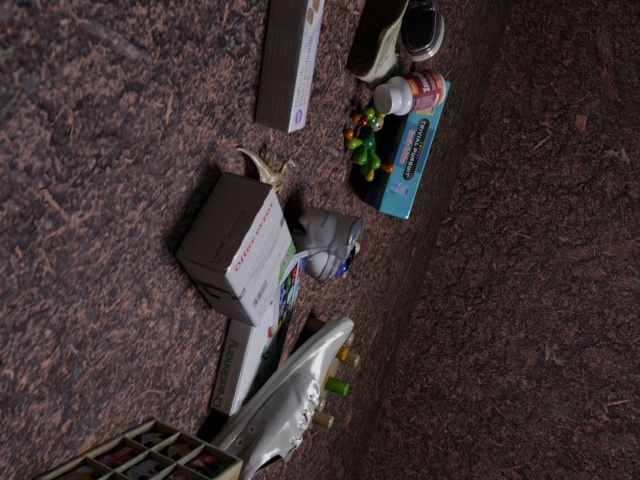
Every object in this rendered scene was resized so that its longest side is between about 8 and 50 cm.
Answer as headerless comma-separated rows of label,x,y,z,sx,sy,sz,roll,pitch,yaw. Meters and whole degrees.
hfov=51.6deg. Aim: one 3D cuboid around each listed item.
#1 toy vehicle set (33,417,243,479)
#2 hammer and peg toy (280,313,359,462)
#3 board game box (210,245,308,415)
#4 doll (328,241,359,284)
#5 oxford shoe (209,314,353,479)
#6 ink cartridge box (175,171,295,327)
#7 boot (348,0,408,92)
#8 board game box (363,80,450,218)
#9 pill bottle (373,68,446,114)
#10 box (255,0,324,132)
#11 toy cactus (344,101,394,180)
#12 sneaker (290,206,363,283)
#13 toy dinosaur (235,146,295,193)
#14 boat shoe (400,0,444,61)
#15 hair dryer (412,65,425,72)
toy vehicle set,-0.237,0.327,0.906,0.267,0.166,0.035,-6,114,-71
hammer and peg toy,-0.021,0.389,1.694,0.266,0.127,0.361,75,37,-61
board game box,-0.117,0.169,1.300,0.193,0.053,0.305,-19,126,-68
doll,0.062,0.044,1.730,0.189,0.046,0.129,-40,146,-59
oxford shoe,-0.070,0.337,1.315,0.449,0.130,0.169,-48,166,-20
ink cartridge box,-0.125,0.018,1.051,0.219,0.092,0.160,75,37,-60
boot,0.138,-0.431,1.418,0.213,0.077,0.165,-66,162,5
board game box,0.210,-0.236,1.678,0.254,0.079,0.336,-121,-133,-80
pill bottle,0.196,-0.325,1.464,0.152,0.086,0.086,-21,135,-29
box,-0.039,-0.329,1.004,0.063,0.067,0.324,-40,144,-59
toy cactus,0.123,-0.252,1.548,0.219,0.112,0.180,69,32,-52
sneaker,0.000,0.000,1.403,0.297,0.129,0.111,115,-1,-65
toy dinosaur,-0.087,-0.108,1.106,0.093,0.053,0.183,-59,159,-30
boat shoe,0.211,-0.527,1.456,0.092,0.102,0.285,37,52,-52
hair dryer,0.277,-0.343,1.929,0.223,0.080,0.294,10,99,-73
